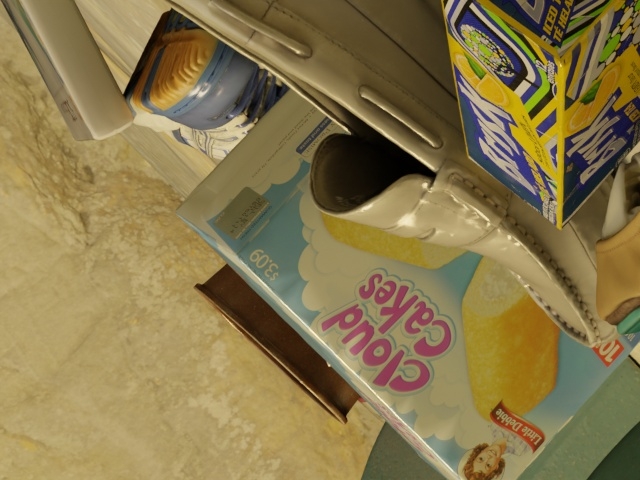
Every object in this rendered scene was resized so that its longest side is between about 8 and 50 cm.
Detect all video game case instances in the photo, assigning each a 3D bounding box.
[{"bbox_3d":[-0.242,-0.226,1.033,0.329,0.036,0.300,64,170,-9],"label":"video game case"}]

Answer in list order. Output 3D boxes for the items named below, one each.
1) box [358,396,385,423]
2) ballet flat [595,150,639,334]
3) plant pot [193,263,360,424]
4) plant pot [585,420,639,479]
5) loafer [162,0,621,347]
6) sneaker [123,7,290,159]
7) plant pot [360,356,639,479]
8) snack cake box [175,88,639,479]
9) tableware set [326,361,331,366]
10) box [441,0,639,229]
[{"bbox_3d":[0.029,0.067,1.382,0.232,0.127,0.148,43,173,-2],"label":"box"},{"bbox_3d":[0.148,-0.014,0.513,0.232,0.080,0.073,104,146,-80],"label":"ballet flat"},{"bbox_3d":[0.012,0.034,1.107,0.167,0.165,0.167,42,174,5],"label":"plant pot"},{"bbox_3d":[0.190,0.205,0.590,0.290,0.195,0.290,57,162,31],"label":"plant pot"},{"bbox_3d":[0.043,-0.048,0.639,0.319,0.111,0.112,46,173,-26],"label":"loafer"},{"bbox_3d":[-0.060,-0.115,0.966,0.131,0.111,0.296,26,178,-11],"label":"sneaker"},{"bbox_3d":[0.166,0.227,1.075,0.247,0.252,0.248,45,172,-19],"label":"plant pot"},{"bbox_3d":[0.060,0.022,0.809,0.264,0.152,0.089,46,172,-33],"label":"snack cake box"},{"bbox_3d":[0.000,0.000,0.902,0.168,0.020,0.141,-65,-43,-72],"label":"tableware set"},{"bbox_3d":[0.087,-0.065,0.505,0.054,0.059,0.169,41,173,19],"label":"box"}]
